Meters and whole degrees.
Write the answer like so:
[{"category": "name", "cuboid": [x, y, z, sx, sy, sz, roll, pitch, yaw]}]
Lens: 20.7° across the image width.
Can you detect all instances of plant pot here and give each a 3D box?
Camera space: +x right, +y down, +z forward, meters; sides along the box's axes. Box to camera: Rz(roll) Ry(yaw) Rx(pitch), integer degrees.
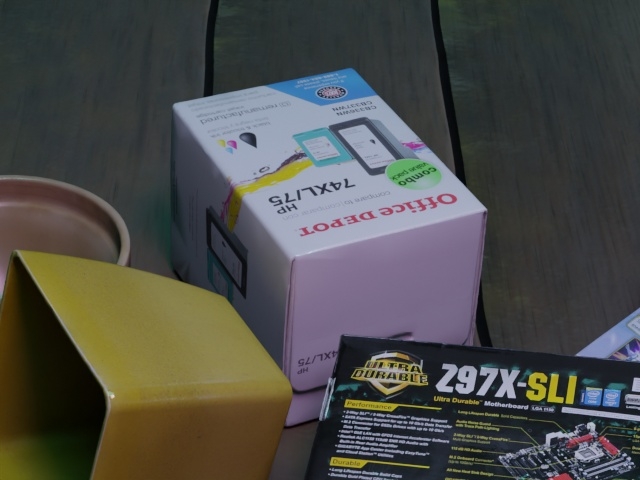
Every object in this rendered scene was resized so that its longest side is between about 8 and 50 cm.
[{"category": "plant pot", "cuboid": [-0.294, 0.046, 1.621, 0.237, 0.109, 0.237, 3, 34, -2]}, {"category": "plant pot", "cuboid": [-0.147, 0.145, 1.430, 0.187, 0.212, 0.212, -2, 33, -32]}]

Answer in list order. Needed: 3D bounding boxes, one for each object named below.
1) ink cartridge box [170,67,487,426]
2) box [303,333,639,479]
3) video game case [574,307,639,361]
[{"category": "ink cartridge box", "cuboid": [0.000, 0.000, 1.636, 0.198, 0.197, 0.270, -14, 39, -23]}, {"category": "box", "cuboid": [0.147, 0.207, 1.379, 0.322, 0.079, 0.257, 4, 48, 13]}, {"category": "video game case", "cuboid": [0.323, 0.176, 1.469, 0.244, 0.061, 0.269, -34, 52, -19]}]
